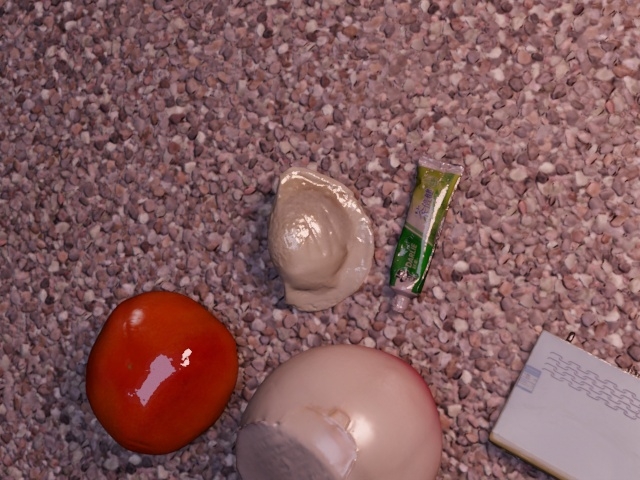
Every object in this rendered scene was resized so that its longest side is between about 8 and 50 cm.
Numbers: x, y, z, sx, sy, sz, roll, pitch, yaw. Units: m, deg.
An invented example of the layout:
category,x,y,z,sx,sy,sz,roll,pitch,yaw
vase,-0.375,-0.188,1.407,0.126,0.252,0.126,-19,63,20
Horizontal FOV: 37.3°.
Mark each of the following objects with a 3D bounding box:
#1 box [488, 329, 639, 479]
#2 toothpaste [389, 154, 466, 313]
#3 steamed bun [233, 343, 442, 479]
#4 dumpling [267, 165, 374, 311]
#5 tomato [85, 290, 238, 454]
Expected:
category,x,y,z,sx,sy,sz,roll,pitch,yaw
box,0.405,0.267,1.372,0.270,0.045,0.211,26,91,17
toothpaste,0.155,-0.008,1.477,0.078,0.047,0.248,17,86,15
steamed bun,0.050,0.279,1.373,0.309,0.309,0.309,-2,83,16
dumpling,0.000,-0.004,1.484,0.166,0.126,0.216,-5,79,-1
tomato,-0.261,0.205,1.502,0.259,0.180,0.260,-4,75,13
